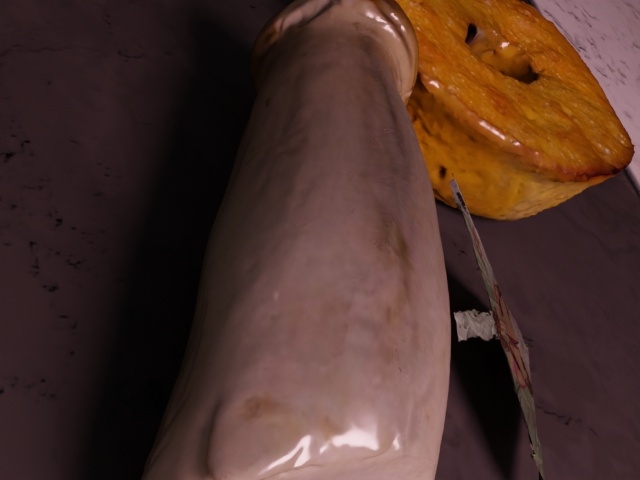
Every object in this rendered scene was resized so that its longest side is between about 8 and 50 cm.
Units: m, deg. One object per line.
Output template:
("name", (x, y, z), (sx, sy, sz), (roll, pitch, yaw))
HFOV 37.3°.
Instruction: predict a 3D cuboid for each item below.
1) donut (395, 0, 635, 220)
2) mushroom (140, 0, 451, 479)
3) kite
("donut", (0.137, -0.136, 0.858), (0.302, 0.110, 0.303), (26, 39, -23))
("mushroom", (0.008, 0.005, 0.564), (0.154, 0.137, 0.408), (21, 47, -13))
("kite", (0.117, 0.058, 0.644), (0.250, 0.012, 0.229), (26, 46, -69))
